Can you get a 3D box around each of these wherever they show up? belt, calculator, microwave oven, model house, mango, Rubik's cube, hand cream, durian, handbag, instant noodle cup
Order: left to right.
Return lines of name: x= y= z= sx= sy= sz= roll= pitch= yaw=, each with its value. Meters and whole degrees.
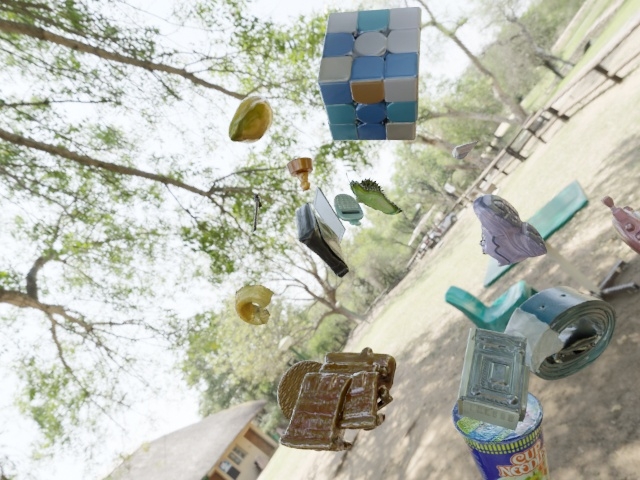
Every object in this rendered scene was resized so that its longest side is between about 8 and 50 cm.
mango: x=-0.263 y=-0.454 z=1.562 sx=0.316 sy=0.119 sz=0.176 roll=-59 pitch=-11 yaw=-55
handbag: x=0.000 y=0.000 z=1.443 sx=0.080 sy=0.223 sz=0.246 roll=-34 pitch=28 yaw=12
model house: x=0.047 y=0.372 z=0.901 sx=0.229 sy=0.200 sz=0.219 roll=-45 pitch=-48 yaw=-57
calculator: x=0.095 y=-0.103 z=1.384 sx=0.095 sy=0.152 sz=0.021 roll=-5 pitch=-37 yaw=-20
durian: x=0.232 y=-0.215 z=1.902 sx=0.132 sy=0.375 sz=0.106 roll=-55 pitch=32 yaw=16
Rubik's cube: x=0.200 y=-0.612 z=1.558 sx=0.344 sy=0.347 sz=0.346 roll=65 pitch=-151 yaw=-63
hand cream: x=0.529 y=-0.336 z=1.533 sx=0.084 sy=0.053 sz=0.142 roll=-18 pitch=-2 yaw=3
microwave oven: x=0.524 y=0.409 z=1.236 sx=0.240 sy=0.194 sz=0.145 roll=-64 pitch=-34 yaw=-35
instant noodle cup: x=0.599 y=0.677 z=1.324 sx=0.285 sy=0.312 sz=0.284 roll=-19 pitch=10 yaw=4
belt: x=0.883 y=0.336 z=1.527 sx=0.437 sy=0.173 sz=0.299 roll=-13 pitch=-71 yaw=-24

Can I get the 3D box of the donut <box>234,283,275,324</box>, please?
donut: x=-0.249 y=0.239 z=1.508 sx=0.078 sy=0.146 sz=0.181 roll=-82 pitch=6 yaw=-48

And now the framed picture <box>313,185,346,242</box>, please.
framed picture: x=0.039 y=-0.109 z=1.898 sx=0.014 sy=0.252 sz=0.197 roll=-26 pitch=-18 yaw=-17

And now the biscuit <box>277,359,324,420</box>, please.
biscuit: x=-0.054 y=0.631 z=1.714 sx=0.262 sy=0.262 sz=0.037 roll=-53 pitch=9 yaw=-18

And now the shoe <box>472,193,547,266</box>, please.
shoe: x=0.468 y=-0.018 z=1.090 sx=0.138 sy=0.245 sz=0.095 roll=-41 pitch=22 yaw=38

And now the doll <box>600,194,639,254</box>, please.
doll: x=0.899 y=-0.025 z=1.162 sx=0.211 sy=0.261 sz=0.093 roll=3 pitch=-41 yaw=-43

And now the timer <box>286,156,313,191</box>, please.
timer: x=-0.085 y=-0.308 z=1.984 sx=0.132 sy=0.151 sz=0.132 roll=-14 pitch=-8 yaw=-2

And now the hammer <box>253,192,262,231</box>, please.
hammer: x=-0.234 y=-0.095 z=1.516 sx=0.065 sy=0.021 sz=0.178 roll=75 pitch=-172 yaw=-50
